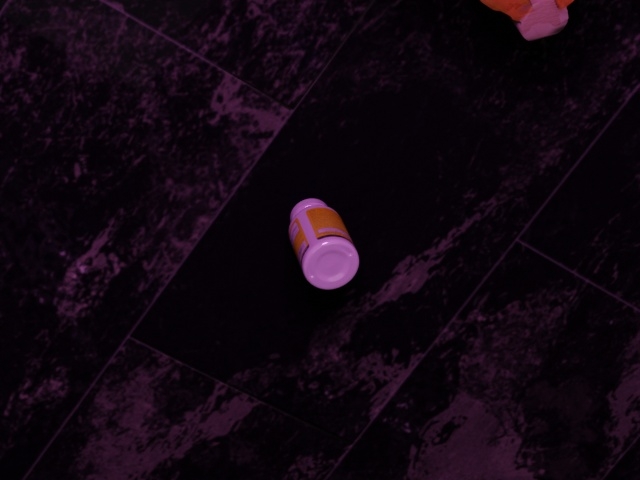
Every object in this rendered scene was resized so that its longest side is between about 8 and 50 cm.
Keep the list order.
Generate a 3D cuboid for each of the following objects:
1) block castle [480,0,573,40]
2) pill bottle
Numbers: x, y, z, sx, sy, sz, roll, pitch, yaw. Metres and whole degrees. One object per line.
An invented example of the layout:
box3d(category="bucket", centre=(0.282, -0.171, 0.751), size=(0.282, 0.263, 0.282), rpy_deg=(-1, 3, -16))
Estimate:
box3d(category="block castle", centre=(0.224, -0.451, 1.795), size=(0.303, 0.213, 0.453), rpy_deg=(22, 119, -37))
box3d(category="pill bottle", centre=(0.000, 0.000, 2.042), size=(0.065, 0.116, 0.065), rpy_deg=(-6, 121, -11))
